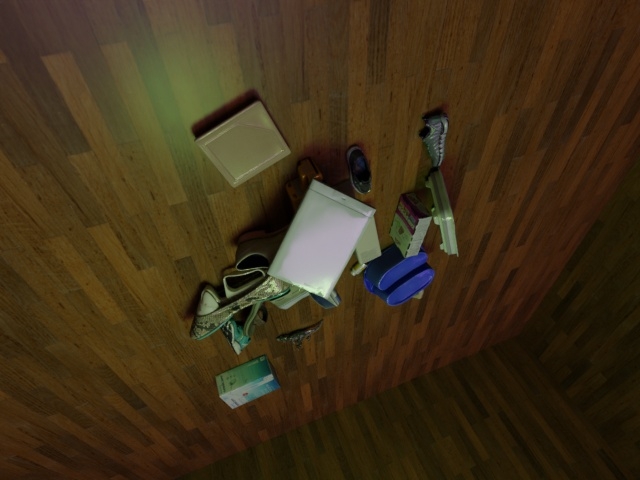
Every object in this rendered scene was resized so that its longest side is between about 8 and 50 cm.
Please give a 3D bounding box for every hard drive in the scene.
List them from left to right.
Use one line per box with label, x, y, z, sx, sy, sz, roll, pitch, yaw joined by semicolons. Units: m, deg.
hard drive;0.000;0.000;1.337;0.233;0.047;0.353;24;104;-12

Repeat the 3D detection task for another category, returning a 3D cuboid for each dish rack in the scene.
dish rack;0.502;-0.108;1.665;0.072;0.285;0.333;-14;144;15

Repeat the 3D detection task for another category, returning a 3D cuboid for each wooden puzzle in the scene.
wooden puzzle;-0.229;-0.288;1.216;0.221;0.044;0.238;-31;145;3

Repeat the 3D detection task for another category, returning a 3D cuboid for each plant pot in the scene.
plant pot;0.086;-0.144;1.506;0.109;0.096;0.109;-24;141;-5

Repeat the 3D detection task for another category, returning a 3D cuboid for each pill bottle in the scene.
pill bottle;0.180;0.129;1.896;0.083;0.043;0.043;-45;138;20

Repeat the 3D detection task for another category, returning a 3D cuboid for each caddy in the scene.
caddy;0.372;0.147;1.924;0.341;0.179;0.241;-33;122;-4

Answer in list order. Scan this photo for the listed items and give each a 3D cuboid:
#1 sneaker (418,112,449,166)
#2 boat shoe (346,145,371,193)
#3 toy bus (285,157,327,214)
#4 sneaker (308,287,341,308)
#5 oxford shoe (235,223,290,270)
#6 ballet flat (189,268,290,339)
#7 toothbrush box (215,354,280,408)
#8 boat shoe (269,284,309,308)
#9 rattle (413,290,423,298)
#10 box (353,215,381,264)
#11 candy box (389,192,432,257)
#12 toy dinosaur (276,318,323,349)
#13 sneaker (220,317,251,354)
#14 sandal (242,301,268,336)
sneaker;0.409;-0.369;1.484;0.098;0.083;0.223;-2;137;5
boat shoe;0.152;-0.239;1.456;0.080;0.076;0.228;-24;140;-4
toy bus;-0.036;-0.128;1.445;0.130;0.108;0.332;-20;140;-5
sneaker;0.000;0.113;1.636;0.182;0.315;0.127;-46;-167;-32
oxford shoe;-0.122;0.036;1.432;0.397;0.146;0.140;-12;135;19
ballet flat;-0.355;0.216;1.613;0.483;0.164;0.182;-28;120;3
toothbrush box;-0.396;0.779;2.205;0.295;0.126;0.216;-21;140;-7
boat shoe;-0.106;0.204;1.766;0.302;0.109;0.094;-43;137;22
rattle;0.518;0.204;2.157;0.143;0.130;0.199;-27;115;-19
box;0.175;-0.023;1.690;0.113;0.094;0.275;-24;140;-4
candy box;0.380;-0.063;1.713;0.071;0.159;0.233;-10;138;-18
toy dinosaur;-0.098;0.514;2.144;0.268;0.064;0.118;-20;134;-15
sneaker;-0.392;0.427;1.871;0.110;0.107;0.275;-36;149;-22
sandal;-0.272;0.330;1.781;0.086;0.120;0.303;25;125;-2
